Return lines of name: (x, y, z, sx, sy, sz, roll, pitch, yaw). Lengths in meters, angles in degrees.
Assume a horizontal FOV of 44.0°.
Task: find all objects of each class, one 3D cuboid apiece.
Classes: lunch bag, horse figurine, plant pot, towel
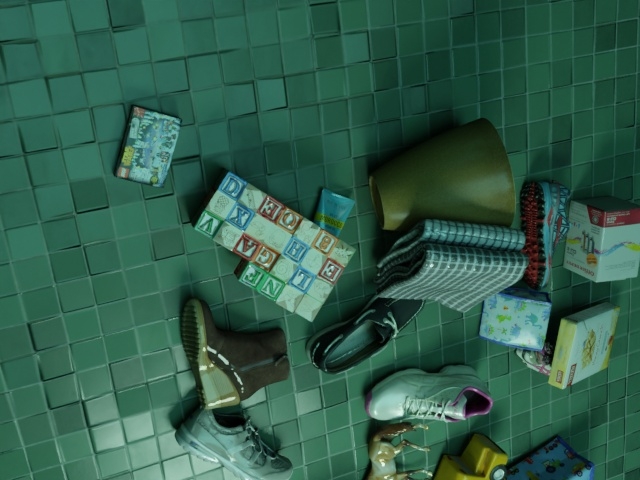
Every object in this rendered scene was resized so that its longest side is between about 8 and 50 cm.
lunch bag: (0.602, 0.704, 2.089, 0.220, 0.138, 0.293, -27, 124, -17)
horse figurine: (0.171, 0.512, 1.853, 0.174, 0.066, 0.263, -5, 120, 1)
lunch bag: (0.457, 0.180, 1.873, 0.151, 0.096, 0.129, 7, 105, 5)
plant pot: (0.237, -0.109, 1.628, 0.254, 0.237, 0.237, -13, 111, -6)
towel: (0.258, 0.058, 1.630, 0.234, 0.284, 0.121, 4, 69, -17)

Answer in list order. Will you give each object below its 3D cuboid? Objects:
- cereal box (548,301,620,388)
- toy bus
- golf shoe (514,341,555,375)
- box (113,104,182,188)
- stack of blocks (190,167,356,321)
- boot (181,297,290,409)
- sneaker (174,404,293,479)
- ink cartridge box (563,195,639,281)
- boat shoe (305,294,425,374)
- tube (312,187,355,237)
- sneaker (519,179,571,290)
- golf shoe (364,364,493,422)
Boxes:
cereal box: (0.655, 0.256, 1.959, 0.240, 0.047, 0.173, -10, 113, -45)
toy bus: (0.339, 0.645, 1.958, 0.130, 0.108, 0.333, 15, 100, -25)
golf shoe: (0.549, 0.293, 1.967, 0.186, 0.085, 0.068, 36, 60, -45)
box: (-0.319, -0.172, 1.463, 0.093, 0.027, 0.137, 12, 101, -25)
stack of blocks: (-0.103, 0.009, 1.547, 0.297, 0.087, 0.171, 32, 90, -17)
boot: (-0.171, 0.211, 1.633, 0.206, 0.090, 0.249, -18, 109, -32)
sneaker: (-0.162, 0.431, 1.675, 0.281, 0.105, 0.115, 31, 93, -27)
ink cartridge box: (0.675, -0.004, 1.887, 0.127, 0.128, 0.176, -6, 108, -21)
boat shoe: (0.116, 0.198, 1.729, 0.302, 0.091, 0.114, -34, 114, -11)
tube: (0.000, 0.000, 1.647, 0.080, 0.052, 0.207, 20, 93, -33)
sneaker: (0.535, -0.009, 1.841, 0.125, 0.104, 0.262, -7, 109, -23)
golf shoe: (0.255, 0.362, 1.816, 0.306, 0.140, 0.115, -8, 111, -20)
